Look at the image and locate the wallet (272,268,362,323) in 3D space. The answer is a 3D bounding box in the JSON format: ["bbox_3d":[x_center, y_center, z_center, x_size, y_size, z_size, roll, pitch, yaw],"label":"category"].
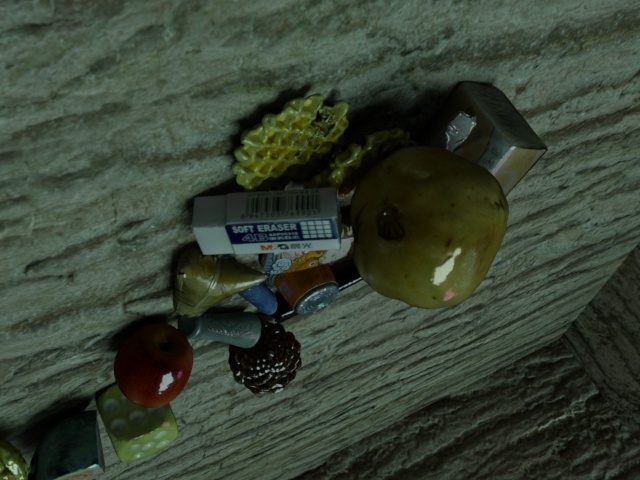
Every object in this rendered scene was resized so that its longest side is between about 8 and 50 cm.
[{"bbox_3d":[0.019,0.134,2.125,0.321,0.044,0.170,-27,175,-11],"label":"wallet"}]

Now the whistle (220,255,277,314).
[{"bbox_3d":[-0.171,0.112,1.895,0.062,0.062,0.304,-34,154,2],"label":"whistle"}]

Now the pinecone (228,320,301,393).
[{"bbox_3d":[-0.151,0.316,2.125,0.208,0.208,0.208,-25,153,-14],"label":"pinecone"}]

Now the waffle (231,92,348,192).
[{"bbox_3d":[-0.060,-0.182,1.508,0.250,0.056,0.261,-27,159,-12],"label":"waffle"}]

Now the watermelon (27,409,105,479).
[{"bbox_3d":[-0.656,0.536,1.967,0.175,0.188,0.322,2,146,-40],"label":"watermelon"}]

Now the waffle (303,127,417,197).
[{"bbox_3d":[0.069,-0.148,1.647,0.262,0.060,0.280,-37,171,30],"label":"waffle"}]

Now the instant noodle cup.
[{"bbox_3d":[-0.032,0.106,1.961,0.208,0.125,0.177,4,136,-51],"label":"instant noodle cup"}]

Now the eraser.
[{"bbox_3d":[-0.102,-0.038,1.557,0.287,0.086,0.130,-2,151,5],"label":"eraser"}]

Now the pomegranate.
[{"bbox_3d":[0.217,-0.025,1.571,0.332,0.332,0.332,-25,153,-14],"label":"pomegranate"}]

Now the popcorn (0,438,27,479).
[{"bbox_3d":[-0.804,0.555,1.841,0.221,0.184,0.204,-21,142,7],"label":"popcorn"}]

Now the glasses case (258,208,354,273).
[{"bbox_3d":[0.000,0.000,1.861,0.321,0.082,0.122,-16,143,-31],"label":"glasses case"}]

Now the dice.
[{"bbox_3d":[-0.476,0.462,2.044,0.169,0.166,0.169,-23,153,-19],"label":"dice"}]

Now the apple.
[{"bbox_3d":[-0.387,0.291,1.828,0.181,0.181,0.168,-3,144,-45],"label":"apple"}]

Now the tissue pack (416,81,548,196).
[{"bbox_3d":[0.300,-0.170,1.748,0.238,0.238,0.305,-8,146,-40],"label":"tissue pack"}]

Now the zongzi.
[{"bbox_3d":[-0.223,0.105,1.716,0.197,0.099,0.194,13,142,-10],"label":"zongzi"}]

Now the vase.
[{"bbox_3d":[-0.253,0.215,1.952,0.096,0.096,0.219,-44,149,22],"label":"vase"}]
